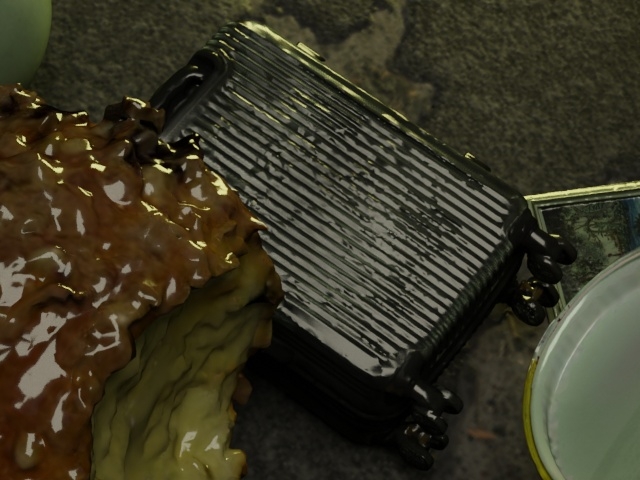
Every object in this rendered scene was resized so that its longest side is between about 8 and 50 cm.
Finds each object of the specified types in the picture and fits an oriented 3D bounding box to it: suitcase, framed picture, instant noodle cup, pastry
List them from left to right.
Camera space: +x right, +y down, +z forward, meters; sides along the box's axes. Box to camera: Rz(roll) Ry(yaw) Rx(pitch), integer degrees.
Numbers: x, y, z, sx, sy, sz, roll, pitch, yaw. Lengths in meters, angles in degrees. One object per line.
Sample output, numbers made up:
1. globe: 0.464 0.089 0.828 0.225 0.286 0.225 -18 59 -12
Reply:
1. pastry: -0.209 0.109 1.160 0.337 0.292 0.405 10 82 25
2. suitcase: 0.000 0.000 1.329 0.312 0.128 0.202 34 66 12
3. framed picture: 0.234 0.037 1.398 0.142 0.011 0.183 -7 65 -9
4. instant noodle cup: 0.260 0.126 1.189 0.264 0.200 0.264 -21 47 24

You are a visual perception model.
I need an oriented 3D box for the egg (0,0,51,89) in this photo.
1. egg: -0.371 -0.142 1.311 0.371 0.230 0.230 -11 65 -5
